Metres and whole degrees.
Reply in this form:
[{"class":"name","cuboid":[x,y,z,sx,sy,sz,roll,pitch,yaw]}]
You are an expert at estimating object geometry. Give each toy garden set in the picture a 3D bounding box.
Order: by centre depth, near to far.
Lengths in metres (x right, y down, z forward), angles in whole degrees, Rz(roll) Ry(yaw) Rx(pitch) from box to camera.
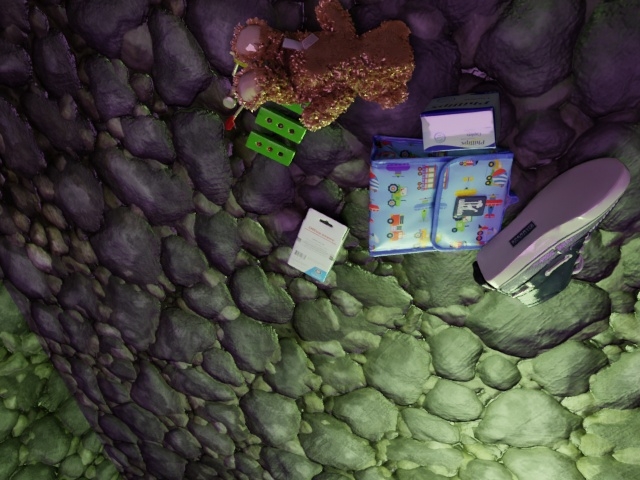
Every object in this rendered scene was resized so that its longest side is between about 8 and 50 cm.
[{"class":"toy garden set","cuboid":[-0.111,-0.302,1.089,0.204,0.049,0.244,25,132,-9]}]

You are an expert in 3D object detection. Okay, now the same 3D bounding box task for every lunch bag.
[{"class":"lunch bag","cuboid":[0.249,-0.089,1.053,0.294,0.138,0.220,1,122,7]}]

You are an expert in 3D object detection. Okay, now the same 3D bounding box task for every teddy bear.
[{"class":"teddy bear","cuboid":[-0.001,-0.323,0.957,0.338,0.113,0.244,-19,77,-9]}]

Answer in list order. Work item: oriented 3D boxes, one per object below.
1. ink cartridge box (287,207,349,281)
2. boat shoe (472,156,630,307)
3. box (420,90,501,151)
[{"class":"ink cartridge box","cuboid":[0.000,0.000,1.235,0.104,0.060,0.180,28,127,6]},{"class":"boat shoe","cuboid":[0.474,-0.004,1.011,0.158,0.127,0.340,29,124,-26]},{"class":"box","cuboid":[0.260,-0.220,0.941,0.126,0.137,0.072,0,118,23]}]
